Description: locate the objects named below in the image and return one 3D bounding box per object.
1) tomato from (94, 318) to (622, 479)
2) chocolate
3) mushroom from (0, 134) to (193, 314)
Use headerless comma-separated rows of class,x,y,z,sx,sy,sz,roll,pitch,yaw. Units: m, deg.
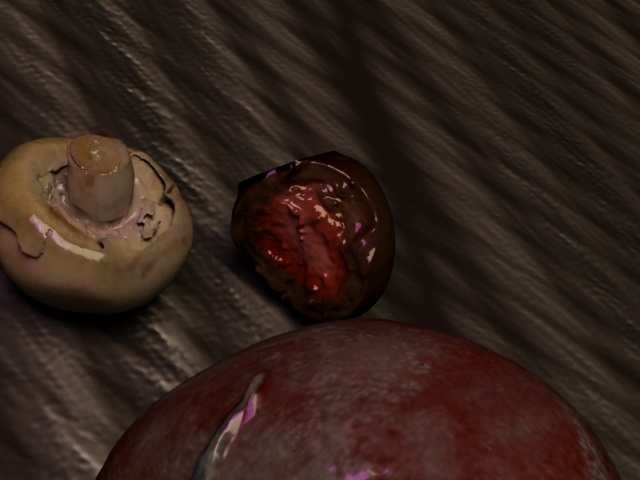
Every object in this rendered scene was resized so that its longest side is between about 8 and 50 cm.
tomato,0.018,0.200,0.545,0.282,0.317,0.317,2,47,-52
chocolate,0.000,0.000,0.838,0.127,0.124,0.133,-17,92,-33
mushroom,-0.170,-0.019,0.780,0.154,0.122,0.154,14,41,-13
